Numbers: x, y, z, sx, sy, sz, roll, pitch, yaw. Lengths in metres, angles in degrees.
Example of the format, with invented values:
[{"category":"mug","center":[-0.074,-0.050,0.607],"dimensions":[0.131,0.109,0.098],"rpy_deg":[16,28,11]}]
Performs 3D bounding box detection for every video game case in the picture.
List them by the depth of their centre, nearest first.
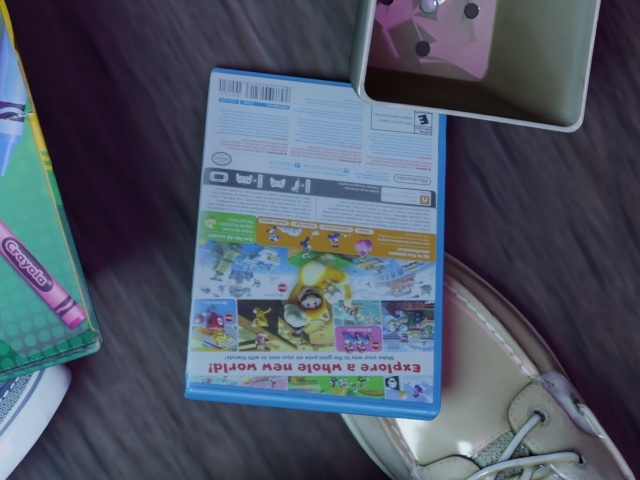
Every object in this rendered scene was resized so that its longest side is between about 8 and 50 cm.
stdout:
[{"category":"video game case","center":[0.000,0.000,0.822],"dimensions":[0.119,0.015,0.166],"rpy_deg":[6,67,-8]}]

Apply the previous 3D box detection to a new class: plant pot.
[{"category":"plant pot","center":[0.065,-0.114,0.826],"dimensions":[0.109,0.096,0.109],"rpy_deg":[7,95,-15]}]

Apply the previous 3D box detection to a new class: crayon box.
[{"category":"crayon box","center":[-0.176,-0.085,0.738],"dimensions":[0.081,0.165,0.278],"rpy_deg":[-18,101,-11]}]

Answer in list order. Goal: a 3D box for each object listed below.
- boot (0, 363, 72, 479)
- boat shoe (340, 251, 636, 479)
[{"category":"boot","center":[-0.209,0.105,0.801],"dimensions":[0.190,0.069,0.086],"rpy_deg":[-45,107,-3]},{"category":"boat shoe","center":[0.104,0.122,0.860],"dimensions":[0.109,0.098,0.302],"rpy_deg":[-36,101,-7]}]
